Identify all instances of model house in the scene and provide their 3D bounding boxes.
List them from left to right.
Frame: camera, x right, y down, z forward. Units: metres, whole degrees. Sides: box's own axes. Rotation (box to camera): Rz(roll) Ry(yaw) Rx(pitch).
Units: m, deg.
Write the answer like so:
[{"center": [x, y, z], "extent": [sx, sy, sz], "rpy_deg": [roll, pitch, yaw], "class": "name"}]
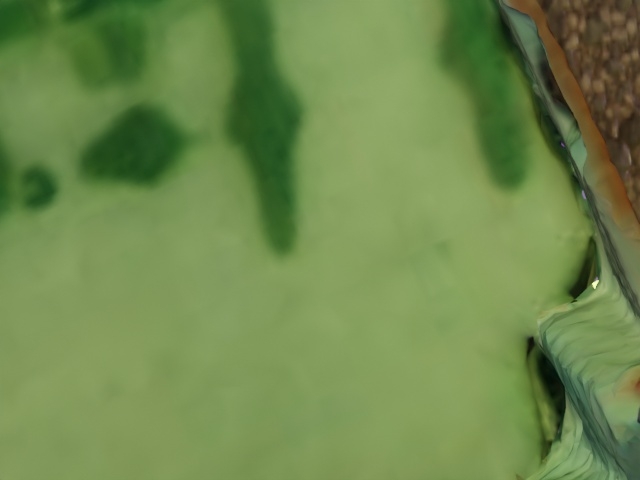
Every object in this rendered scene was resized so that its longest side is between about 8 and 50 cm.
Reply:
[{"center": [0.000, 0.000, 0.737], "extent": [0.329, 0.252, 0.295], "rpy_deg": [18, 47, -66], "class": "model house"}]
